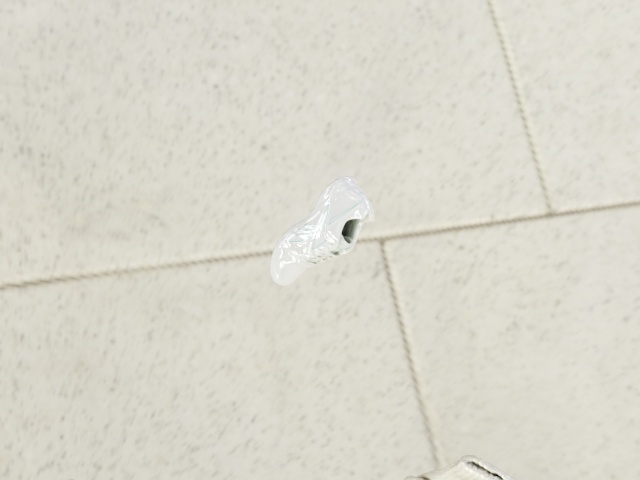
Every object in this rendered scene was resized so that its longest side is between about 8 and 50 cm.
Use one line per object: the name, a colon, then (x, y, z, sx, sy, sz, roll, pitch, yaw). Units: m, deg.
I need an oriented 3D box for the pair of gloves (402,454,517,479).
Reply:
pair of gloves: (0.187, 0.312, 1.450, 0.240, 0.204, 0.042, 38, 60, -10)

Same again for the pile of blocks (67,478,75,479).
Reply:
pile of blocks: (-0.320, 0.331, 1.287, 0.149, 0.362, 0.112, 13, 33, -47)

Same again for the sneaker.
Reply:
sneaker: (0.000, 0.000, 1.595, 0.053, 0.152, 0.061, 14, 31, -54)
